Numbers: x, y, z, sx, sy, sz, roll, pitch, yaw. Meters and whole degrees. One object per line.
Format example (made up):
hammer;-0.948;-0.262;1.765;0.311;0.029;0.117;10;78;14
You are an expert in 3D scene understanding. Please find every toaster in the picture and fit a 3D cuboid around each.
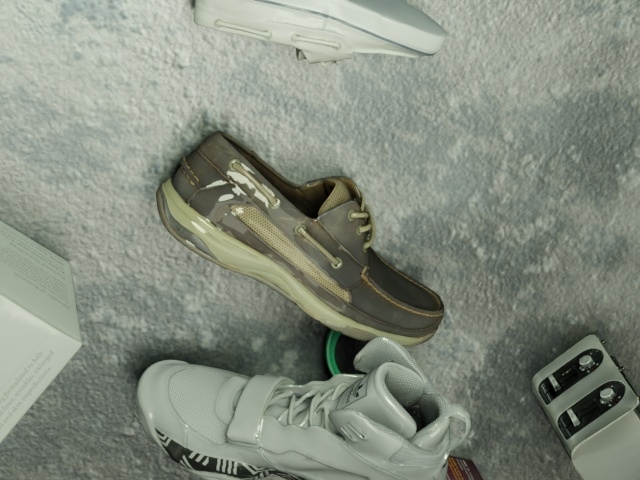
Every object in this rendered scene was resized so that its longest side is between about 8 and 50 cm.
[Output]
toaster;0.343;0.230;1.843;0.110;0.168;0.186;-32;118;6

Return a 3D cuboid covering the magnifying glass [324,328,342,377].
magnifying glass;0.072;0.189;1.785;0.092;0.026;0.231;-20;97;-9

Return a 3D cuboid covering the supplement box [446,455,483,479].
supplement box;0.095;0.308;1.867;0.188;0.081;0.104;16;111;-21

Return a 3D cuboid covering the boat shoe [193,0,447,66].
boat shoe;-0.002;-0.221;1.582;0.258;0.095;0.084;16;116;-9

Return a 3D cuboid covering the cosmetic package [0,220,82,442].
cosmetic package;-0.350;0.079;1.584;0.151;0.184;0.151;34;105;-26

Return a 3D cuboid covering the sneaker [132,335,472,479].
sneaker;-0.016;0.180;1.674;0.365;0.137;0.210;23;135;2

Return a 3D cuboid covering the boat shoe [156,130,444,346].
boat shoe;0.000;0.000;1.662;0.355;0.132;0.130;27;107;-25
